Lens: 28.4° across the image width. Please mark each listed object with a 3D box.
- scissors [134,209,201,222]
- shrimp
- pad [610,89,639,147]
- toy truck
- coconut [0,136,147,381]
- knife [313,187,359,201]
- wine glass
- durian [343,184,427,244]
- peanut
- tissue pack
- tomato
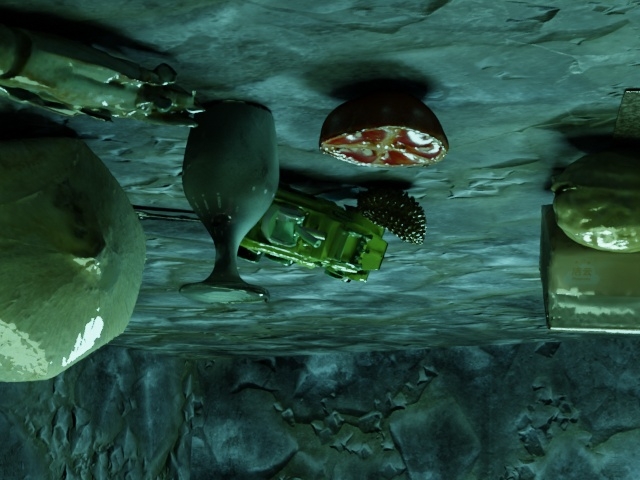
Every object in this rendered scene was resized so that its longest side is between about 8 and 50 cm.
[{"bbox_3d":[-0.331,-0.046,2.137,0.317,0.024,0.160,5,166,-11],"label":"scissors"},{"bbox_3d":[-0.304,-0.178,1.403,0.360,0.085,0.247,10,175,-18],"label":"shrimp"},{"bbox_3d":[0.444,-0.147,1.552,0.158,0.003,0.235,1,168,9],"label":"pad"},{"bbox_3d":[0.001,0.000,1.919,0.259,0.128,0.135,17,-175,-43],"label":"toy truck"},{"bbox_3d":[-0.408,0.024,1.736,0.360,0.347,0.346,-3,167,36],"label":"coconut"},{"bbox_3d":[-0.043,-0.056,2.059,0.044,0.019,0.313,16,160,-40],"label":"knife"},{"bbox_3d":[-0.114,-0.045,1.575,0.126,0.241,0.126,2,167,1],"label":"wine glass"},{"bbox_3d":[0.106,-0.049,1.923,0.140,0.071,0.110,21,-173,-15],"label":"durian"},{"bbox_3d":[0.459,-0.055,1.669,0.313,0.149,0.149,-6,168,-1],"label":"peanut"},{"bbox_3d":[0.475,0.004,1.820,0.305,0.239,0.238,2,168,7],"label":"tissue pack"},{"bbox_3d":[0.080,-0.138,1.511,0.155,0.069,0.155,4,165,1],"label":"tomato"}]
